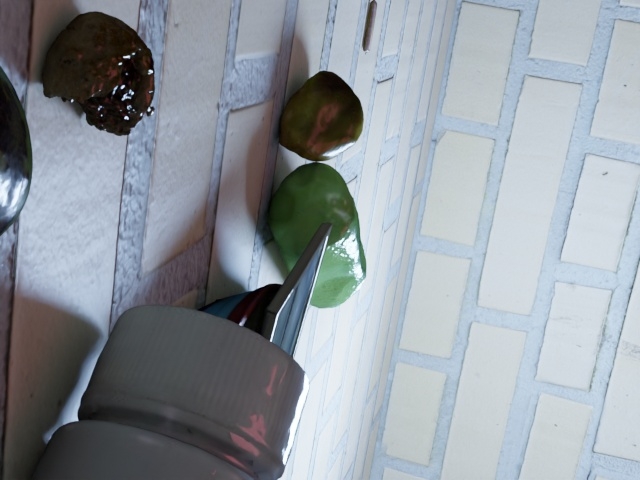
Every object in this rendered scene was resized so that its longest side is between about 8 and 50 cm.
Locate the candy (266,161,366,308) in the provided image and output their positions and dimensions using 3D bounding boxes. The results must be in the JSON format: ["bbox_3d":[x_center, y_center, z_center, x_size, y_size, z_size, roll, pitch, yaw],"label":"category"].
[{"bbox_3d":[0.000,0.000,1.479,0.142,0.131,0.343,61,-4,20],"label":"candy"}]

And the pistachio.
[{"bbox_3d":[0.010,-0.176,1.367,0.100,0.110,0.189,-57,178,30],"label":"pistachio"}]

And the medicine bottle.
[{"bbox_3d":[-0.153,0.257,0.802,0.211,0.211,0.372,83,23,-57],"label":"medicine bottle"}]

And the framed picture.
[{"bbox_3d":[-0.054,0.140,1.284,0.213,0.016,0.289,-58,167,-53],"label":"framed picture"}]

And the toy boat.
[{"bbox_3d":[-0.102,0.117,1.208,0.392,0.079,0.136,-4,108,-79],"label":"toy boat"}]

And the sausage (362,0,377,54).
[{"bbox_3d":[0.089,-0.386,1.733,0.015,0.015,0.100,-42,143,-70],"label":"sausage"}]

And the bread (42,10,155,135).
[{"bbox_3d":[-0.162,-0.129,0.735,0.113,0.060,0.082,29,76,-76],"label":"bread"}]

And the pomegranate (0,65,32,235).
[{"bbox_3d":[-0.203,-0.062,0.446,0.148,0.148,0.169,-40,134,-71],"label":"pomegranate"}]
